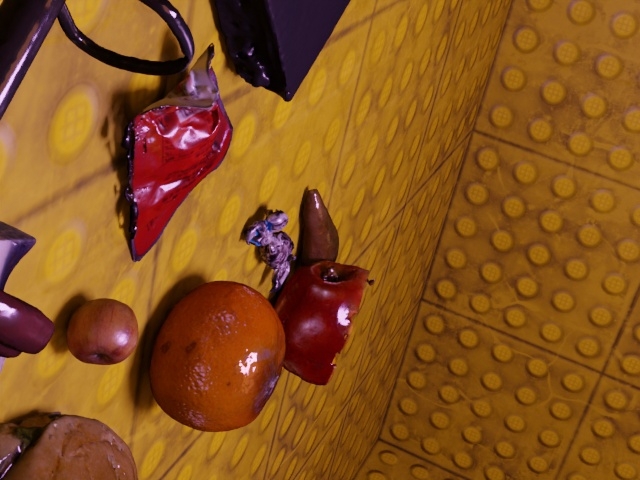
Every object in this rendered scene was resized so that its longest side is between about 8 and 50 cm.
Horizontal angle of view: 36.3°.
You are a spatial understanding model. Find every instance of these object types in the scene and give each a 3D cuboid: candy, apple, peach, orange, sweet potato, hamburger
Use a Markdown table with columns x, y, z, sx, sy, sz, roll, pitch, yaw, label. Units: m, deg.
| x | y | z | sx | sy | sz | roll | pitch | yaw | label |
| --- | --- | --- | --- | --- | --- | --- | --- | --- | --- |
| -0.080 | 0.015 | 1.598 | 0.094 | 0.051 | 0.226 | -53 | 160 | -14 | candy |
| -0.242 | 0.100 | 1.090 | 0.084 | 0.084 | 0.071 | 77 | 10 | -65 | apple |
| -0.023 | 0.166 | 1.801 | 0.159 | 0.154 | 0.267 | -65 | 177 | -49 | peach |
| -0.136 | 0.162 | 1.366 | 0.224 | 0.170 | 0.224 | -58 | 163 | -28 | orange |
| 0.000 | 0.000 | 1.795 | 0.077 | 0.077 | 0.244 | -56 | 162 | -37 | sweet potato |
| -0.307 | 0.326 | 1.071 | 0.266 | 0.134 | 0.285 | -67 | 167 | 3 | hamburger |

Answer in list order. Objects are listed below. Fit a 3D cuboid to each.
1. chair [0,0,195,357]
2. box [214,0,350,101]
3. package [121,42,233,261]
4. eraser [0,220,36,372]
| x | y | z | sx | sy | sz | roll | pitch | yaw | label |
| --- | --- | --- | --- | --- | --- | --- | --- | --- | --- |
| -0.219 | -0.091 | 0.621 | 0.401 | 0.226 | 0.226 | -64 | 165 | -12 | chair |
| -0.016 | -0.387 | 1.171 | 0.359 | 0.091 | 0.350 | 80 | 34 | -63 | box |
| -0.158 | -0.100 | 1.123 | 0.194 | 0.071 | 0.269 | -43 | 158 | -28 | package |
| -0.346 | 0.170 | 0.791 | 0.404 | 0.096 | 0.098 | -71 | 164 | 8 | eraser |
